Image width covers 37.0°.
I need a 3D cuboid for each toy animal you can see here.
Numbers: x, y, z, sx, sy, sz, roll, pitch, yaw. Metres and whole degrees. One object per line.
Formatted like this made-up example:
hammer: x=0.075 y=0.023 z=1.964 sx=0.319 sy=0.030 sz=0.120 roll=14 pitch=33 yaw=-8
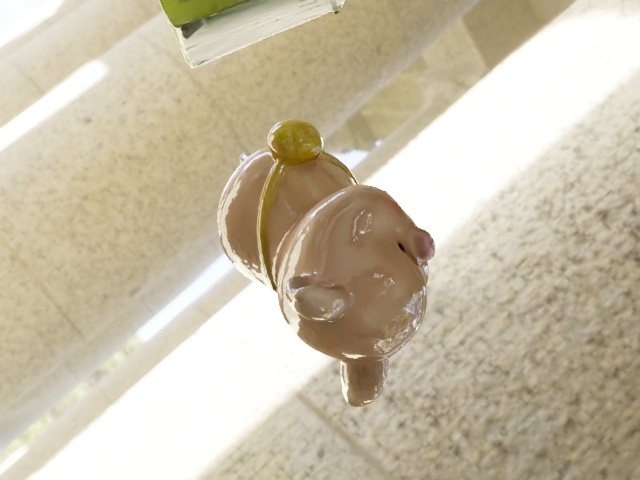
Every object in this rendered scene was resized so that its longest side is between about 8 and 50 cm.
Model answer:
toy animal: x=-0.002 y=-0.001 z=0.813 sx=0.165 sy=0.149 sz=0.248 roll=46 pitch=5 yaw=-43

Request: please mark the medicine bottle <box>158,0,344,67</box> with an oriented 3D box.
medicine bottle: x=-0.081 y=-0.267 z=0.681 sx=0.141 sy=0.137 sz=0.250 roll=175 pitch=-107 yaw=-88
